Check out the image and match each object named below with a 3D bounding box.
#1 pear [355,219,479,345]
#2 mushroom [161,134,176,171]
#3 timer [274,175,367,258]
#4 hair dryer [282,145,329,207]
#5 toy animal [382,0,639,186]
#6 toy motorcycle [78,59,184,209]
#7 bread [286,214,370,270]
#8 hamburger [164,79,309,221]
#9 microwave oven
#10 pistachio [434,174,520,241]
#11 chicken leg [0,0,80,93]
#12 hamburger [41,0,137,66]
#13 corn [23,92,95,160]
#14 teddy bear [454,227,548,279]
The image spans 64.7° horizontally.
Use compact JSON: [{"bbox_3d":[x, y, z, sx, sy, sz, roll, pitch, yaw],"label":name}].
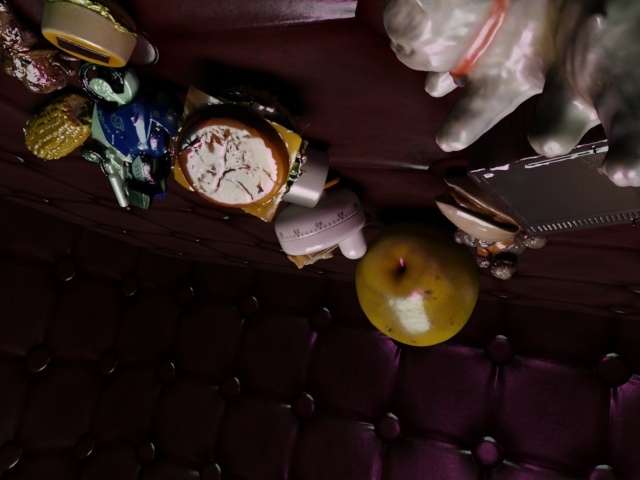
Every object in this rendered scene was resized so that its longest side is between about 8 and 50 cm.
[{"bbox_3d":[0.272,0.117,1.448,0.363,0.362,0.418,6,170,24],"label":"pear"},{"bbox_3d":[-0.343,-0.207,1.155,0.109,0.084,0.126,9,158,17],"label":"mushroom"},{"bbox_3d":[0.008,-0.030,1.290,0.234,0.240,0.233,-21,-166,6],"label":"timer"},{"bbox_3d":[-0.119,-0.151,1.181,0.203,0.128,0.362,14,175,-12],"label":"hair dryer"},{"bbox_3d":[0.180,-0.186,0.449,0.266,0.307,0.188,-22,131,30],"label":"toy animal"},{"bbox_3d":[-0.360,-0.203,0.994,0.196,0.125,0.331,17,142,0],"label":"toy motorcycle"},{"bbox_3d":[0.009,0.008,1.531,0.224,0.211,0.183,19,160,-10],"label":"bread"},{"bbox_3d":[-0.148,-0.166,0.897,0.262,0.138,0.243,22,131,-10],"label":"hamburger"},{"bbox_3d":[0.319,-0.135,0.655,0.178,0.188,0.247,-6,155,40],"label":"microwave oven"},{"bbox_3d":[0.347,-0.068,1.081,0.223,0.126,0.152,17,-158,-23],"label":"pistachio"},{"bbox_3d":[-0.482,-0.320,0.815,0.125,0.080,0.196,-3,157,17],"label":"chicken leg"},{"bbox_3d":[-0.321,-0.303,0.707,0.127,0.081,0.141,16,180,-10],"label":"hamburger"},{"bbox_3d":[-0.585,-0.249,1.134,0.115,0.115,0.318,21,164,-39],"label":"corn"},{"bbox_3d":[0.436,-0.015,1.264,0.190,0.140,0.177,24,123,-13],"label":"teddy bear"}]
